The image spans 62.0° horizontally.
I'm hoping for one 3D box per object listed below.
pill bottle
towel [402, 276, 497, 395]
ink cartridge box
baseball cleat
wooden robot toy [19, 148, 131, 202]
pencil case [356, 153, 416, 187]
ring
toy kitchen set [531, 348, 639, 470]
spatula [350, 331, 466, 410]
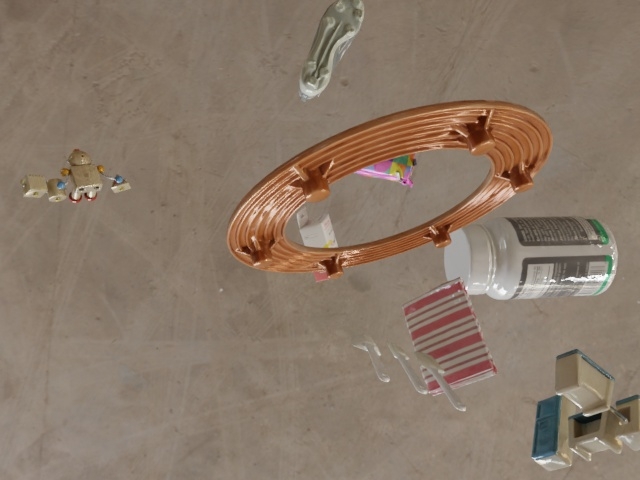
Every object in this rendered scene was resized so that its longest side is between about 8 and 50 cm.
[{"bbox_3d":[0.506,0.042,1.312,0.360,0.204,0.204,-1,112,-8],"label":"pill bottle"},{"bbox_3d":[0.247,0.187,1.041,0.144,0.029,0.197,-31,60,30],"label":"towel"},{"bbox_3d":[0.000,0.000,1.485,0.067,0.115,0.198,-15,103,14],"label":"ink cartridge box"},{"bbox_3d":[0.009,-0.353,0.986,0.072,0.109,0.206,32,80,-11],"label":"baseball cleat"},{"bbox_3d":[-0.409,-0.112,0.890,0.076,0.173,0.079,-33,73,50],"label":"wooden robot toy"},{"bbox_3d":[0.151,-0.222,1.490,0.236,0.104,0.105,14,113,4],"label":"pencil case"},{"bbox_3d":[0.072,-0.027,0.545,0.336,0.336,0.032,-24,68,22],"label":"ring"},{"bbox_3d":[0.401,0.263,0.881,0.166,0.122,0.207,37,137,-6],"label":"toy kitchen set"},{"bbox_3d":[0.136,0.206,0.874,0.168,0.242,0.019,22,96,-5],"label":"spatula"}]
